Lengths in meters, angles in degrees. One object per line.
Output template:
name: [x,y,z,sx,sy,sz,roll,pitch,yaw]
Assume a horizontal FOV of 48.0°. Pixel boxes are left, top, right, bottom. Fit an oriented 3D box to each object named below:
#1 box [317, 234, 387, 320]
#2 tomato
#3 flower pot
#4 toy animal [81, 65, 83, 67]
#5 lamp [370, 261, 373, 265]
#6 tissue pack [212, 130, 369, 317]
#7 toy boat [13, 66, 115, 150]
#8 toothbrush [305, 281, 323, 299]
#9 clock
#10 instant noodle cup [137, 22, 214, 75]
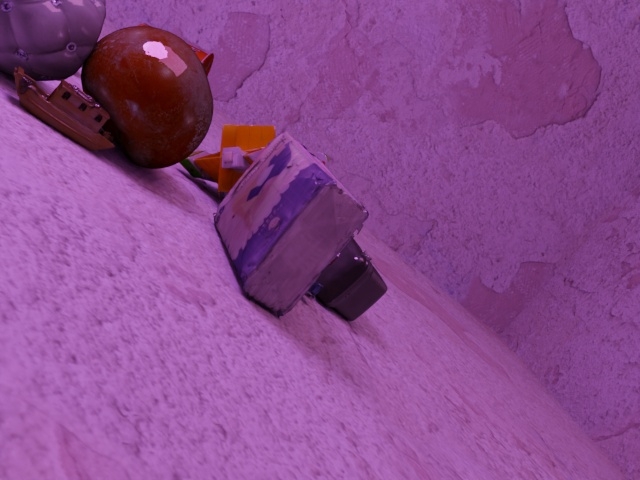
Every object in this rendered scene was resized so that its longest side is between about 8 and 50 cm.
box: [0.047,0.067,1.611,0.129,0.148,0.210,45,7,-32]
tomato: [-0.321,-0.282,1.385,0.270,0.222,0.270,47,-16,18]
flower pot: [-0.515,-0.408,1.289,0.195,0.246,0.246,27,14,-39]
toy animal: [-0.641,-0.504,1.680,0.233,0.121,0.168,27,26,-49]
lamp: [0.091,0.031,2.340,0.198,0.050,0.056,40,9,-1]
tissue pack: [-0.070,-0.045,1.324,0.125,0.242,0.343,35,9,-26]
toy boat: [-0.432,-0.226,1.224,0.200,0.077,0.057,35,10,-33]
toothbrush: [-0.092,0.025,1.605,0.042,0.040,0.418,38,3,-33]
clock: [-0.158,-0.173,1.691,0.235,0.166,0.309,0,-6,33]
instant noodle cup: [-0.421,-0.426,1.864,0.192,0.250,0.250,30,9,-6]
